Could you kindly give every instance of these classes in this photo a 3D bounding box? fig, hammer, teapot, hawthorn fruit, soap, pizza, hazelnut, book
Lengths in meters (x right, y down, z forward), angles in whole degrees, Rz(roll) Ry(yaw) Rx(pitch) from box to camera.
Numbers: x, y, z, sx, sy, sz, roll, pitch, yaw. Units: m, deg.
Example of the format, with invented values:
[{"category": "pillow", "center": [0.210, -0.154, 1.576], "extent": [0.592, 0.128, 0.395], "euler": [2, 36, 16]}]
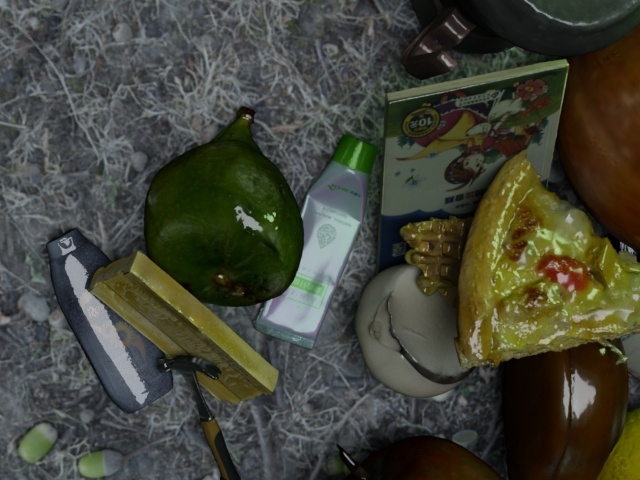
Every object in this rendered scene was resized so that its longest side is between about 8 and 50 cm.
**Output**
[{"category": "fig", "center": [-0.109, -0.050, 1.765], "extent": [0.203, 0.203, 0.235], "euler": [24, 47, -13]}, {"category": "hammer", "center": [-0.136, 0.226, 1.802], "extent": [0.078, 0.021, 0.201], "euler": [-4, 120, 27]}, {"category": "teapot", "center": [0.226, -0.313, 1.701], "extent": [0.253, 0.344, 0.300], "euler": [43, 84, -8]}, {"category": "hawthorn fruit", "center": [0.112, 0.367, 1.784], "extent": [0.301, 0.268, 0.268], "euler": [43, 85, -4]}, {"category": "soap", "center": [-0.164, 0.112, 1.763], "extent": [0.252, 0.092, 0.037], "euler": [43, 49, -25]}, {"category": "pizza", "center": [0.306, 0.038, 1.720], "extent": [0.287, 0.075, 0.280], "euler": [10, 69, -6]}, {"category": "hazelnut", "center": [0.468, -0.152, 1.792], "extent": [0.372, 0.315, 0.372], "euler": [17, 49, -20]}, {"category": "book", "center": [0.180, -0.078, 1.775], "extent": [0.228, 0.018, 0.322], "euler": [-13, 139, -10]}]

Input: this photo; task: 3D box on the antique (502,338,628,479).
[{"category": "antique", "center": [0.303, 0.191, 1.827], "extent": [0.129, 0.223, 0.278], "euler": [1, 86, -10]}]

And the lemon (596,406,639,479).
[{"category": "lemon", "center": [0.432, 0.321, 1.887], "extent": [0.186, 0.187, 0.244], "euler": [12, 100, -13]}]

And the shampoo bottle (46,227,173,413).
[{"category": "shampoo bottle", "center": [-0.264, 0.096, 1.784], "extent": [0.087, 0.049, 0.234], "euler": [-30, 100, -19]}]

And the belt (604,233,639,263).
[{"category": "belt", "center": [0.448, 0.013, 1.927], "extent": [0.140, 0.058, 0.105], "euler": [16, 94, -14]}]

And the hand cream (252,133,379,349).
[{"category": "hand cream", "center": [0.000, 0.000, 1.842], "extent": [0.079, 0.050, 0.275], "euler": [23, 95, 14]}]

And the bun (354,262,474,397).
[{"category": "bun", "center": [0.113, 0.119, 1.831], "extent": [0.172, 0.120, 0.173], "euler": [18, 59, -32]}]

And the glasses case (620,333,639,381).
[{"category": "glasses case", "center": [0.488, 0.155, 1.922], "extent": [0.327, 0.076, 0.125], "euler": [34, 121, -13]}]

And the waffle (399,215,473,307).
[{"category": "waffle", "center": [0.197, 0.006, 1.807], "extent": [0.192, 0.046, 0.161], "euler": [-37, 109, -20]}]
